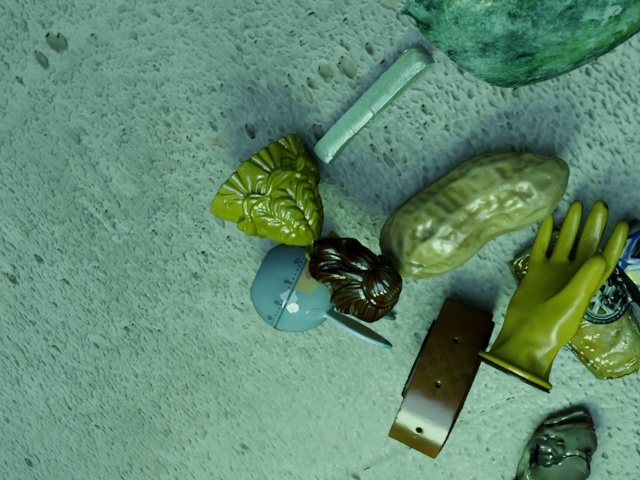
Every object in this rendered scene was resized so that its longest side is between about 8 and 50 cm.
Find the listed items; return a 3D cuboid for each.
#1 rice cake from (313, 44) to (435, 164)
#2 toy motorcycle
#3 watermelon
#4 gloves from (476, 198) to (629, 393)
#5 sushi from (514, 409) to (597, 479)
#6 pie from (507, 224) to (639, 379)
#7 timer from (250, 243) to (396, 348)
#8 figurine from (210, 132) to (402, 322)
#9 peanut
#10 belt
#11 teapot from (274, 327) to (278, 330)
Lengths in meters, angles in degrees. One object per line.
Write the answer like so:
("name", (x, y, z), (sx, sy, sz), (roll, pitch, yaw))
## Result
("rice cake", (0.080, -0.214, 1.116), (0.245, 0.042, 0.045), (-41, 84, 29))
("toy motorcycle", (0.546, 0.048, 1.050), (0.315, 0.113, 0.168), (-2, 100, 8))
("watermelon", (0.273, -0.353, 0.911), (0.228, 0.387, 0.258), (-32, 58, 49))
("gloves", (0.349, 0.070, 1.048), (0.133, 0.116, 0.294), (25, 88, 33))
("sushi", (0.404, 0.454, 1.260), (0.124, 0.130, 0.332), (16, 116, 10))
("pie", (0.423, 0.105, 1.138), (0.129, 0.068, 0.282), (-37, 94, 26))
("timer", (0.004, 0.085, 1.211), (0.256, 0.175, 0.175), (4, 114, 10))
("figurine", (-0.001, 0.002, 1.113), (0.315, 0.187, 0.168), (46, 135, 12))
("peanut", (0.230, -0.042, 1.085), (0.325, 0.153, 0.140), (-29, 107, 33))
("belt", (0.204, 0.227, 1.163), (0.105, 0.261, 0.184), (21, 150, 13))
("teapot", (-0.075, 0.133, 1.309), (0.088, 0.057, 0.066), (39, 118, -2))
